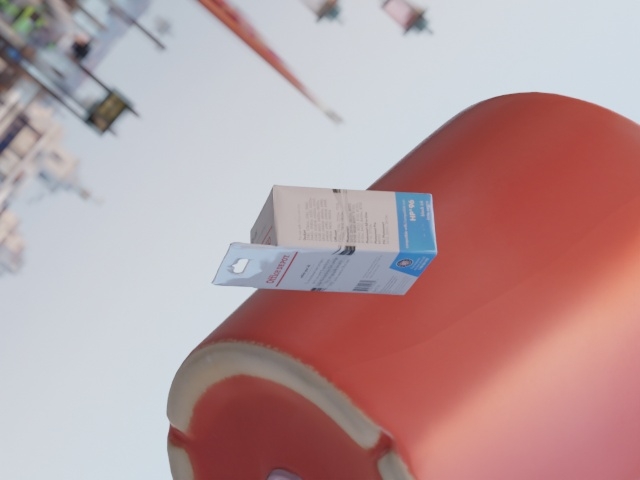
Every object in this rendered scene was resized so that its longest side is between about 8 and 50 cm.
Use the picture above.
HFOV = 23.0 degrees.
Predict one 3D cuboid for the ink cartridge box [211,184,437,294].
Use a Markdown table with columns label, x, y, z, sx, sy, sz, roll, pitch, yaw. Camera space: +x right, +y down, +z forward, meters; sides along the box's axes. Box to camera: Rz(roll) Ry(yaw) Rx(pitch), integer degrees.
| label | x | y | z | sx | sy | sz | roll | pitch | yaw |
| --- | --- | --- | --- | --- | --- | --- | --- | --- | --- |
| ink cartridge box | 0.000 | 0.000 | 0.639 | 0.048 | 0.083 | 0.028 | 122 | -32 | -63 |

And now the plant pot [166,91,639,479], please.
| label | x | y | z | sx | sy | sz | roll | pitch | yaw |
| --- | --- | --- | --- | --- | --- | --- | --- | --- | --- |
| plant pot | 0.069 | 0.088 | 0.828 | 0.243 | 0.275 | 0.275 | -29 | 176 | -38 |
